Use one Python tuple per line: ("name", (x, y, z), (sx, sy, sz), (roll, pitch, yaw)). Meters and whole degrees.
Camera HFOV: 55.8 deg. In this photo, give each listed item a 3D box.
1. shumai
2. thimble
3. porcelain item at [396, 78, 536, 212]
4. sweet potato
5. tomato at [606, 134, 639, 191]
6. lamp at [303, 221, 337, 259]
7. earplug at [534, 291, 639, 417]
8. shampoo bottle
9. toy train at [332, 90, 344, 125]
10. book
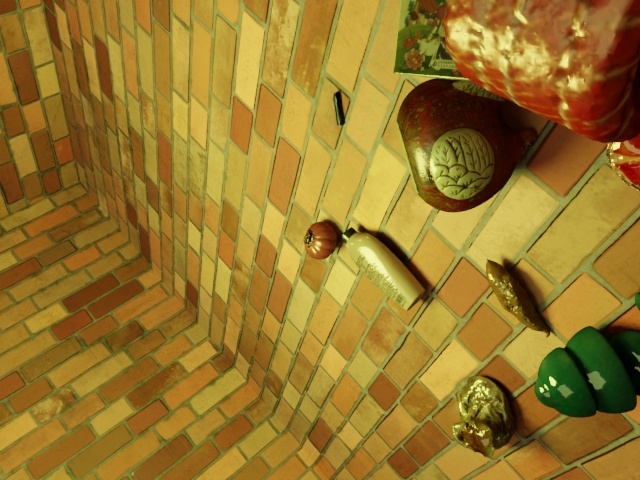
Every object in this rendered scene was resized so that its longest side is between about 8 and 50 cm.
("shumai", (0.388, 0.448, 1.492), (0.161, 0.153, 0.210), (26, 136, 30))
("thimble", (0.330, -0.300, 0.686), (0.230, 0.350, 0.350), (39, 146, 31))
("porcelain item", (0.260, -0.175, 1.060), (0.253, 0.253, 0.253), (36, 144, 32))
("sweet potato", (0.403, 0.123, 1.246), (0.206, 0.060, 0.068), (49, -178, -6))
("tomato", (0.492, -0.139, 0.855), (0.155, 0.069, 0.156), (33, 144, 29))
("lamp", (0.000, 0.000, 1.672), (0.107, 0.092, 0.108), (-20, 66, 54))
("earplug", (0.516, 0.222, 1.073), (0.164, 0.280, 0.257), (66, -168, 23))
("shampoo bottle", (0.151, 0.064, 1.528), (0.257, 0.078, 0.127), (44, 153, 17))
("toy train", (0.041, -0.306, 1.398), (0.017, 0.017, 0.083), (33, 143, 46))
("book", (0.214, -0.415, 0.936), (0.228, 0.018, 0.323), (21, 114, 45))
